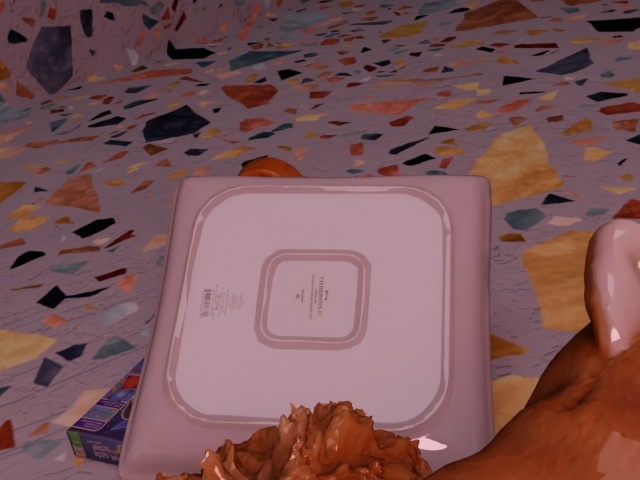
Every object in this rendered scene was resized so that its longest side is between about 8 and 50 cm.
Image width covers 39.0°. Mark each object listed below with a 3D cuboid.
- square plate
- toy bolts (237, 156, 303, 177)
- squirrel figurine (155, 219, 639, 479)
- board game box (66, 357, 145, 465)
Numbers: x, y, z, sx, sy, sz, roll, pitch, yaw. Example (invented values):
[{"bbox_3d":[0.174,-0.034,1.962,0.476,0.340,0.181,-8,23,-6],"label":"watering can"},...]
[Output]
[{"bbox_3d":[-0.005,0.068,0.877,0.343,0.049,0.347,1,58,8],"label":"square plate"},{"bbox_3d":[0.000,0.000,1.095,0.228,0.218,0.158,19,29,17],"label":"toy bolts"},{"bbox_3d":[0.034,0.155,0.354,0.396,0.281,0.370,9,47,45],"label":"squirrel figurine"},{"bbox_3d":[-0.140,0.184,0.933,0.201,0.035,0.136,5,29,29],"label":"board game box"}]
